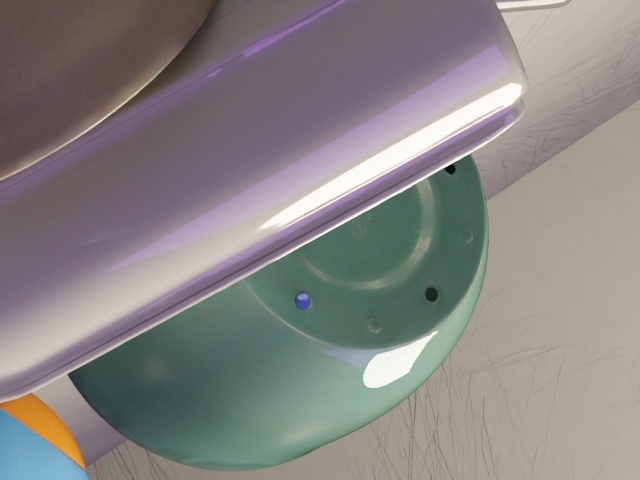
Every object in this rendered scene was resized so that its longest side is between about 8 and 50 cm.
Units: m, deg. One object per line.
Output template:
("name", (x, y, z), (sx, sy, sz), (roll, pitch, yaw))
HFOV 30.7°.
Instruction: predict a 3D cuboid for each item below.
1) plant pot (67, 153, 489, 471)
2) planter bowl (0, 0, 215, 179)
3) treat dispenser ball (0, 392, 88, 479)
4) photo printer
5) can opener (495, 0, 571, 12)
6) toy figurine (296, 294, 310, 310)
("plant pot", (-0.022, 0.003, 0.795), (0.293, 0.293, 0.235), (-26, 178, -28))
("planter bowl", (-0.134, -0.106, 0.437), (0.162, 0.109, 0.162), (-22, -146, 16))
("treat dispenser ball", (-0.383, 0.278, 1.202), (0.288, 0.288, 0.288), (-30, 171, -6))
("photo printer", (-0.084, -0.066, 0.546), (0.307, 0.107, 0.256), (-29, -149, 5))
("can opener", (0.037, -0.155, 0.732), (0.280, 0.093, 0.074), (-10, 156, -13))
("toy figurine", (0.000, 0.000, 1.120), (0.362, 0.217, 0.191), (-30, 169, 14))
